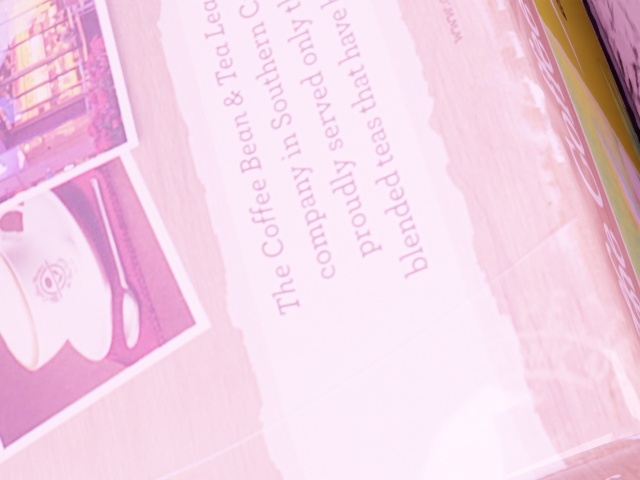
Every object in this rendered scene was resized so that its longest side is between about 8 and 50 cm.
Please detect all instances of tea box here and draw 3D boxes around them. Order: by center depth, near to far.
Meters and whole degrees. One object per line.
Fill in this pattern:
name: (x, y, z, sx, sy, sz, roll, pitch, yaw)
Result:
tea box: (0.000, 0.000, 0.556, 0.323, 0.220, 0.329, 40, -151, -57)
